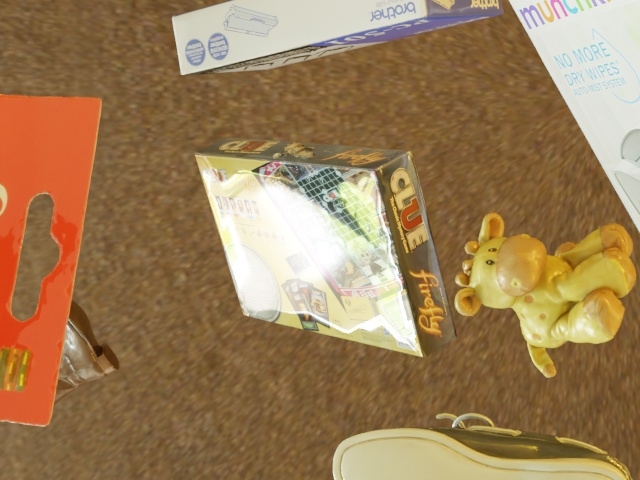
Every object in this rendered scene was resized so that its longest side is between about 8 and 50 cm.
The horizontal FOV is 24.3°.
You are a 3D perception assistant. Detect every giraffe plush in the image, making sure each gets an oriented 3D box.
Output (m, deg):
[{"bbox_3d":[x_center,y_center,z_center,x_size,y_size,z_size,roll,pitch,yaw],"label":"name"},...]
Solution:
[{"bbox_3d":[0.264,0.047,1.847,0.170,0.181,0.210,30,129,-17],"label":"giraffe plush"}]

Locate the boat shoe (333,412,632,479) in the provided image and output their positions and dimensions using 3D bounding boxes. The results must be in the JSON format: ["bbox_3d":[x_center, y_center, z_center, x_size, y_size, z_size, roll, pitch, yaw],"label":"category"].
[{"bbox_3d":[0.140,0.199,1.282,0.255,0.079,0.095,0,100,10],"label":"boat shoe"}]

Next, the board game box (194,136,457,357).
[{"bbox_3d":[0.000,0.000,1.256,0.243,0.042,0.165,10,121,50],"label":"board game box"}]

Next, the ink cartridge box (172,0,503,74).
[{"bbox_3d":[0.009,-0.152,1.007,0.207,0.097,0.046,-8,93,38],"label":"ink cartridge box"}]

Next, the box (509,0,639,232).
[{"bbox_3d":[0.223,-0.072,0.600,0.127,0.262,0.231,-34,100,-17],"label":"box"}]

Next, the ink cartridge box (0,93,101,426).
[{"bbox_3d":[-0.409,-0.005,1.335,0.385,0.091,0.308,4,79,16],"label":"ink cartridge box"}]

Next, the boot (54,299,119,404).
[{"bbox_3d":[-0.278,0.119,1.507,0.114,0.037,0.106,-28,110,14],"label":"boot"}]
